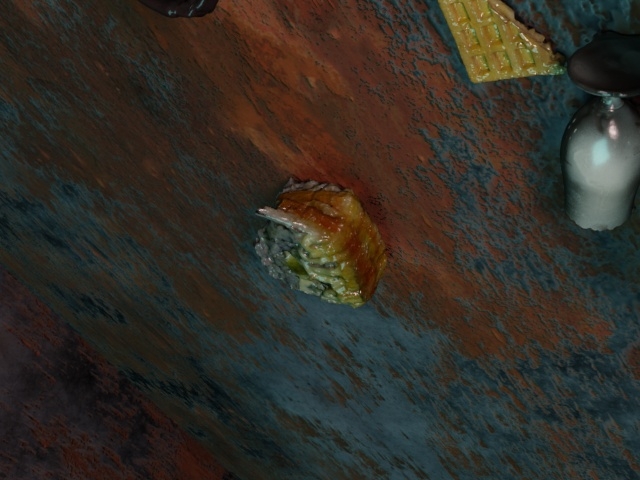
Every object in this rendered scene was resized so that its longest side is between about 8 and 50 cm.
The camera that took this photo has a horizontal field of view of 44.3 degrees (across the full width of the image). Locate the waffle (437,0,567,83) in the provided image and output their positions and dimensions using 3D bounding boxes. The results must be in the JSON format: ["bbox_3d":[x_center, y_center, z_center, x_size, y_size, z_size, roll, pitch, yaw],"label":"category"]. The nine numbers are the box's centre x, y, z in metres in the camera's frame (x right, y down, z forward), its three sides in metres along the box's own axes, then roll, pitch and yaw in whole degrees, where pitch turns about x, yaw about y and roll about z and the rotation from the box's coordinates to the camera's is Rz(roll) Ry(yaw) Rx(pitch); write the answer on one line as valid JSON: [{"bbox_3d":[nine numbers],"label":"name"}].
[{"bbox_3d":[0.188,-0.258,0.860,0.125,0.032,0.191,4,140,39],"label":"waffle"}]

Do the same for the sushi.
[{"bbox_3d":[0.000,0.000,1.264,0.184,0.139,0.274,14,146,28],"label":"sushi"}]

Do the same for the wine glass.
[{"bbox_3d":[0.320,-0.114,0.885,0.103,0.103,0.222,16,144,24],"label":"wine glass"}]

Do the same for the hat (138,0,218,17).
[{"bbox_3d":[-0.145,-0.421,0.841,0.238,0.209,0.336,-21,104,28],"label":"hat"}]
